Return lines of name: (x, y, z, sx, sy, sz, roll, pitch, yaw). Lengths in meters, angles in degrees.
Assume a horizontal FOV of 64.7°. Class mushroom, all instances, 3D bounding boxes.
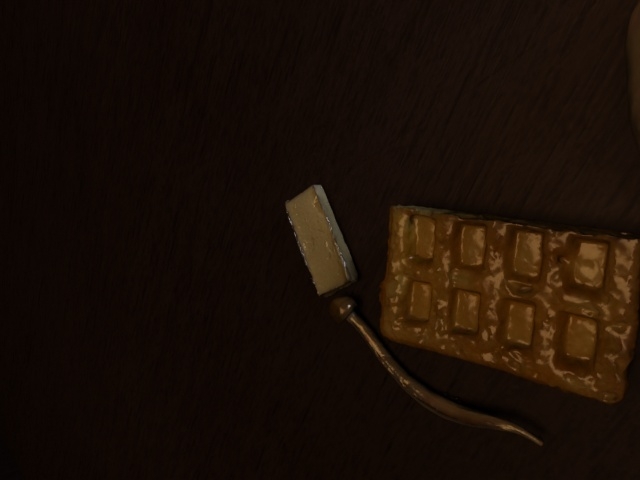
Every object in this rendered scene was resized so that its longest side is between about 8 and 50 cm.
mushroom: (0.125, 0.169, 0.638, 0.306, 0.043, 0.068, 35, 155, 30)

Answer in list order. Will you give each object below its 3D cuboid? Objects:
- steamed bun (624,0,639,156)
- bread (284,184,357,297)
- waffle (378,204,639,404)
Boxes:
steamed bun: (0.359, -0.141, 0.238, 0.247, 0.352, 0.339, 31, 149, -11)
bread: (0.000, 0.000, 0.719, 0.068, 0.028, 0.154, -31, 76, 39)
waffle: (0.189, 0.055, 0.548, 0.274, 0.057, 0.168, 10, 104, 39)
